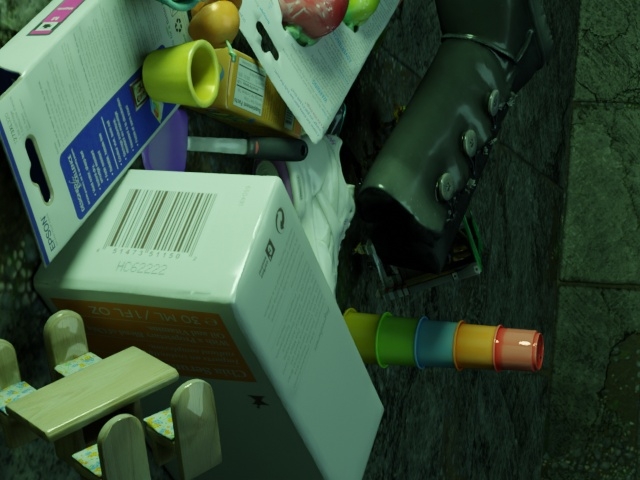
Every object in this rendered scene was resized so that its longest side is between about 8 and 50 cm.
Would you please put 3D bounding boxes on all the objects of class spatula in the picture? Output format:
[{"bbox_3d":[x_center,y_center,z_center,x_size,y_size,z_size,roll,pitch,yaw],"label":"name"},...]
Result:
[{"bbox_3d":[-0.112,-0.114,1.623,0.296,0.030,0.084,0,94,-48],"label":"spatula"}]

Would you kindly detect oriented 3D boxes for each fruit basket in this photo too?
[{"bbox_3d":[-0.013,-0.355,1.675,0.353,0.165,0.327,-58,134,-25],"label":"fruit basket"}]

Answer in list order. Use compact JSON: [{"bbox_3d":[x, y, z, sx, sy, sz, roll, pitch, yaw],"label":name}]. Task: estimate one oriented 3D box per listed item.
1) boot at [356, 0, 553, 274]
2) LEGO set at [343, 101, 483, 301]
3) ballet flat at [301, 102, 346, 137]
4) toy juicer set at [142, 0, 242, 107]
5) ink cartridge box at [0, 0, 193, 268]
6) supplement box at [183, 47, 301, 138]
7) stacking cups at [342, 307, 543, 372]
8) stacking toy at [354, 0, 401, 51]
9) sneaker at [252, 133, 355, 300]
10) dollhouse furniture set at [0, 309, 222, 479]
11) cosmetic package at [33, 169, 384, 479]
[{"bbox_3d":[0.162,-0.225,1.920,0.445,0.146,0.367,-58,133,-22],"label":"boot"},{"bbox_3d":[0.131,-0.058,2.175,0.255,0.192,0.331,-84,154,-64],"label":"LEGO set"},{"bbox_3d":[-0.015,-0.110,1.897,0.074,0.074,0.203,7,93,-68],"label":"ballet flat"},{"bbox_3d":[-0.137,-0.317,1.359,0.209,0.090,0.329,-58,141,-50],"label":"toy juicer set"},{"bbox_3d":[-0.231,-0.151,1.339,0.371,0.069,0.175,-63,148,-50],"label":"ink cartridge box"},{"bbox_3d":[-0.096,-0.181,1.656,0.233,0.078,0.080,18,79,-67],"label":"supplement box"},{"bbox_3d":[0.188,0.170,2.103,0.096,0.316,0.096,6,90,-69],"label":"stacking cups"},{"bbox_3d":[0.104,-0.440,2.047,0.279,0.130,0.309,44,53,-62],"label":"stacking toy"},{"bbox_3d":[0.000,0.000,1.824,0.152,0.114,0.305,-24,119,-38],"label":"sneaker"},{"bbox_3d":[-0.245,0.133,1.162,0.242,0.212,0.161,-24,121,-36],"label":"dollhouse furniture set"},{"bbox_3d":[-0.104,0.125,1.482,0.453,0.230,0.161,65,35,-48],"label":"cosmetic package"}]
